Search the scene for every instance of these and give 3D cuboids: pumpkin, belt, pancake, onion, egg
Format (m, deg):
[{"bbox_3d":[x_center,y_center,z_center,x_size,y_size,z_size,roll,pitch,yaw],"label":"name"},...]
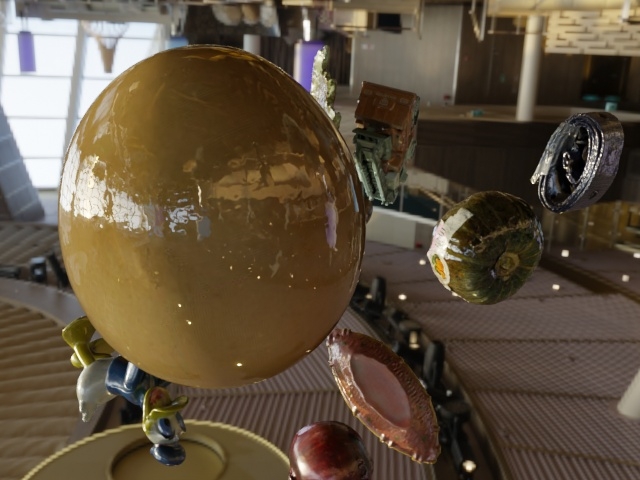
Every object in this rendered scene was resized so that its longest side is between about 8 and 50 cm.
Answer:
[{"bbox_3d":[0.360,0.009,1.517,0.260,0.260,0.189,-5,-146,-23],"label":"pumpkin"},{"bbox_3d":[0.579,-0.173,1.526,0.126,0.230,0.139,-9,-144,-37],"label":"belt"},{"bbox_3d":[0.008,-0.183,1.340,0.067,0.304,0.426,7,-143,-7],"label":"pancake"},{"bbox_3d":[0.012,0.313,0.950,0.131,0.131,0.131,2,-164,-1],"label":"onion"},{"bbox_3d":[-0.102,-0.016,0.692,0.301,0.374,0.301,5,-130,-6],"label":"egg"}]

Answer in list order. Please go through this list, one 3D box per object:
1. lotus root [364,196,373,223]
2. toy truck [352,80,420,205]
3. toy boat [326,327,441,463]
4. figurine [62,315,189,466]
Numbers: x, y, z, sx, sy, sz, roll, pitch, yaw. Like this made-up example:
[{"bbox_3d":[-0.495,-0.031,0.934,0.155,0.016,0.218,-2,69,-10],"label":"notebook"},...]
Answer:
[{"bbox_3d":[0.079,-0.053,1.247,0.030,0.037,0.083,14,-151,8],"label":"lotus root"},{"bbox_3d":[0.140,-0.208,1.600,0.133,0.184,0.338,17,163,12],"label":"toy truck"},{"bbox_3d":[0.119,0.289,1.313,0.318,0.141,0.099,50,177,18],"label":"toy boat"},{"bbox_3d":[-0.331,0.285,1.356,0.283,0.204,0.338,-32,-115,-3],"label":"figurine"}]
